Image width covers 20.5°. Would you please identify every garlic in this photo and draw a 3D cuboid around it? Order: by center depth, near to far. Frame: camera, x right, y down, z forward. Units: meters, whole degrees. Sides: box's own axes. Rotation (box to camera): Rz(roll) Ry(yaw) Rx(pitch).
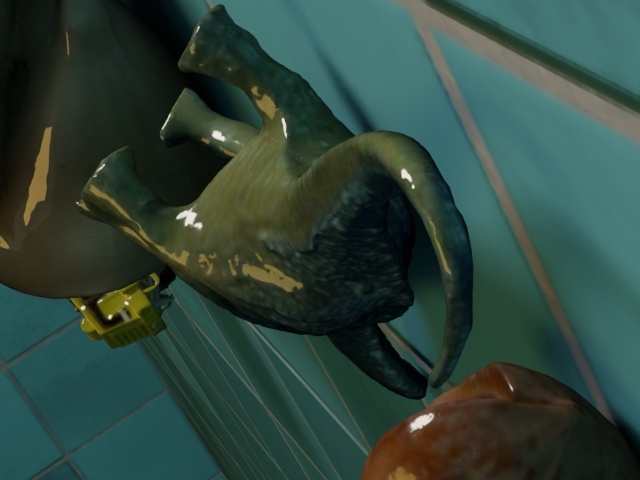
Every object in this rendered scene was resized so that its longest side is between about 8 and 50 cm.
[{"bbox_3d":[-0.150,-0.102,0.840,0.340,0.231,0.246,102,178,-54],"label":"garlic"}]

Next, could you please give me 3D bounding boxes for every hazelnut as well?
[{"bbox_3d":[0.055,0.075,0.527,0.086,0.086,0.086,54,171,13],"label":"hazelnut"}]

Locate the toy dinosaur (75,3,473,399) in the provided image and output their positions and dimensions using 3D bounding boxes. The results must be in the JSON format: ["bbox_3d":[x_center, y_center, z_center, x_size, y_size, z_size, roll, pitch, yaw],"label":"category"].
[{"bbox_3d":[-0.009,-0.006,0.617,0.147,0.076,0.363,36,170,5],"label":"toy dinosaur"}]

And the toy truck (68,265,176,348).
[{"bbox_3d":[-0.207,-0.046,1.420,0.286,0.111,0.136,57,173,14],"label":"toy truck"}]
